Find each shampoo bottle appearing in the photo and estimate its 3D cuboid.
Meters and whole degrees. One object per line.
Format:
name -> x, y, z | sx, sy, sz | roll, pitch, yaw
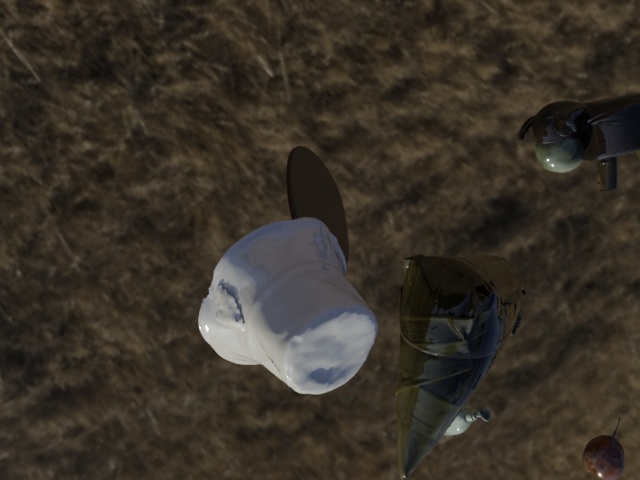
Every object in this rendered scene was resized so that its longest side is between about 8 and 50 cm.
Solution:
shampoo bottle -> 0.230, 0.301, 1.910 | 0.045, 0.152, 0.077 | -38, 112, -42

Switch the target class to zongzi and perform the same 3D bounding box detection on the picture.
zongzi -> 0.196, 0.177, 1.646 | 0.289, 0.154, 0.317 | 0, 106, -63

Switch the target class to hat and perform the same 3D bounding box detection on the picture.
hat -> -0.017, 0.085, 1.187 | 0.203, 0.126, 0.203 | -25, 134, -28

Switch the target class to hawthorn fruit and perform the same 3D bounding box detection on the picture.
hawthorn fruit -> 0.449, 0.323, 1.723 | 0.066, 0.067, 0.103 | -6, 126, -41

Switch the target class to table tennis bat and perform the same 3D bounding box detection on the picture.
table tennis bat -> 0.000, 0.000, 1.441 | 0.021, 0.274, 0.154 | -20, 146, 23

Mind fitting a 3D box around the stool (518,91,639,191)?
stool -> 0.356, -0.126, 1.402 | 0.217, 0.125, 0.121 | -13, 99, -17
